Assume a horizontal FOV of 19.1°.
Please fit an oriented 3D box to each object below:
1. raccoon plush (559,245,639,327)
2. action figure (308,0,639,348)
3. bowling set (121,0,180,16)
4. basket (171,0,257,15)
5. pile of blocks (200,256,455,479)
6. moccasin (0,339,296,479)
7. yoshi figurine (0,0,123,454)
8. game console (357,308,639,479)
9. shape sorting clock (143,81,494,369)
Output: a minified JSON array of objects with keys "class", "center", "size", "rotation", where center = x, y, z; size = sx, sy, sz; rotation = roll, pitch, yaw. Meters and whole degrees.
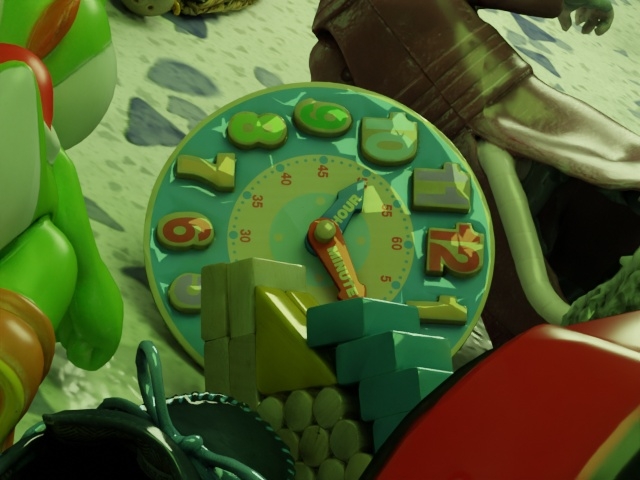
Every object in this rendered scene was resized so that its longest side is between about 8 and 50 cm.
[{"class":"raccoon plush","center":[0.243,0.174,0.802],"size":[0.299,0.216,0.446],"rotation":[-10,71,-60]},{"class":"action figure","center":[0.082,-0.074,1.230],"size":[0.370,0.248,0.276],"rotation":[49,15,7]},{"class":"bowling set","center":[-0.234,-0.248,1.382],"size":[0.287,0.154,0.200],"rotation":[34,42,4]},{"class":"basket","center":[-0.085,-0.342,1.596],"size":[0.213,0.223,0.299],"rotation":[30,23,-1]},{"class":"pile of blocks","center":[0.071,0.123,0.943],"size":[0.112,0.149,0.362],"rotation":[10,34,-44]},{"class":"moccasin","center":[-0.083,0.131,0.801],"size":[0.137,0.117,0.342],"rotation":[35,24,8]},{"class":"yoshi figurine","center":[-0.198,-0.025,0.975],"size":[0.203,0.203,0.362],"rotation":[-6,37,14]},{"class":"game console","center":[0.071,0.188,0.550],"size":[0.060,0.386,0.342],"rotation":[30,21,31]},{"class":"shape sorting clock","center":[0.000,0.000,1.107],"size":[0.206,0.040,0.206],"rotation":[3,68,-8]}]
